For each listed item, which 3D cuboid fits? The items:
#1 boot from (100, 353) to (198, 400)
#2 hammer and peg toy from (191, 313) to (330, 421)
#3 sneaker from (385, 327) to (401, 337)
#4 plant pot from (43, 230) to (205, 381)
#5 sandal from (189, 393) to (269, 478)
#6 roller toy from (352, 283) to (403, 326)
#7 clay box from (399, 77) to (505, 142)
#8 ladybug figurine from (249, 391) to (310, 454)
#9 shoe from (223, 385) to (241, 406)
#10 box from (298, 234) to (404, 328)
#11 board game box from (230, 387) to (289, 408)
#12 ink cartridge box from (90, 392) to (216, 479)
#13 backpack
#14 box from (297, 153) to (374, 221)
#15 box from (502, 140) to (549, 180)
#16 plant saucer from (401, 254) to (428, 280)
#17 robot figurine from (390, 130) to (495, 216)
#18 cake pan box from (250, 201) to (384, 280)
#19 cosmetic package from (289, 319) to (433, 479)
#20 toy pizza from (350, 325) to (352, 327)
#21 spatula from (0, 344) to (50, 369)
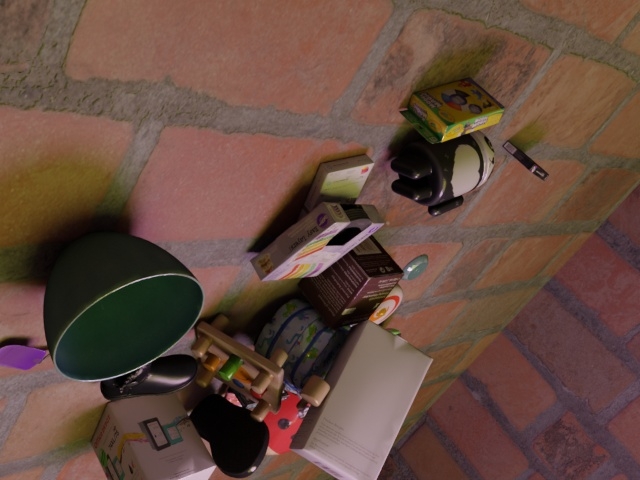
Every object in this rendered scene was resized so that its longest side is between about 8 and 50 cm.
[{"bbox_3d":[-0.403,0.304,1.666,0.247,0.094,0.207,-10,158,-19],"label":"boot"},{"bbox_3d":[-0.166,0.367,1.838,0.127,0.362,0.265,-52,163,-33],"label":"hammer and peg toy"},{"bbox_3d":[0.146,0.501,2.572,0.482,0.202,0.185,-51,151,22],"label":"sneaker"},{"bbox_3d":[-0.392,0.096,1.322,0.290,0.195,0.290,-29,150,-18],"label":"plant pot"},{"bbox_3d":[-0.239,0.548,1.980,0.167,0.446,0.107,-42,112,-15],"label":"sandal"},{"bbox_3d":[0.146,0.175,2.143,0.191,0.146,0.209,1,133,-51],"label":"roller toy"},{"bbox_3d":[0.304,-0.303,1.639,0.222,0.127,0.053,-21,147,-31],"label":"clay box"},{"bbox_3d":[-0.079,0.580,2.401,0.449,0.161,0.305,-37,137,5],"label":"ladybug figurine"},{"bbox_3d":[-0.232,0.466,2.212,0.178,0.063,0.081,-22,138,-45],"label":"shoe"},{"bbox_3d":[0.085,0.108,1.946,0.169,0.167,0.203,-5,137,-48],"label":"box"},{"bbox_3d":[-0.194,0.448,2.165,0.186,0.126,0.026,0,133,-51],"label":"board game box"},{"bbox_3d":[-0.449,0.567,1.879,0.197,0.270,0.198,-8,139,-42],"label":"ink cartridge box"},{"bbox_3d":[-0.043,0.309,2.035,0.290,0.273,0.355,-48,138,-7],"label":"backpack"},{"bbox_3d":[0.035,-0.115,1.692,0.145,0.038,0.186,-16,146,-36],"label":"box"},{"bbox_3d":[0.622,-0.239,2.131,0.029,0.116,0.162,-49,152,16],"label":"box"},{"bbox_3d":[0.320,0.097,2.372,0.119,0.021,0.119,-29,152,-18],"label":"plant saucer"},{"bbox_3d":[0.309,-0.186,1.768,0.278,0.173,0.209,-21,160,-30],"label":"robot figurine"},{"bbox_3d":[0.000,0.000,1.719,0.267,0.070,0.246,-38,163,26],"label":"cake pan box"},{"bbox_3d":[0.108,0.426,1.861,0.384,0.217,0.156,-59,-174,-22],"label":"cosmetic package"},{"bbox_3d":[0.137,0.240,2.355,0.201,0.032,0.201,-28,150,-18],"label":"toy pizza"},{"bbox_3d":[-0.557,0.243,1.518,0.084,0.030,0.297,-39,157,26],"label":"spatula"}]
